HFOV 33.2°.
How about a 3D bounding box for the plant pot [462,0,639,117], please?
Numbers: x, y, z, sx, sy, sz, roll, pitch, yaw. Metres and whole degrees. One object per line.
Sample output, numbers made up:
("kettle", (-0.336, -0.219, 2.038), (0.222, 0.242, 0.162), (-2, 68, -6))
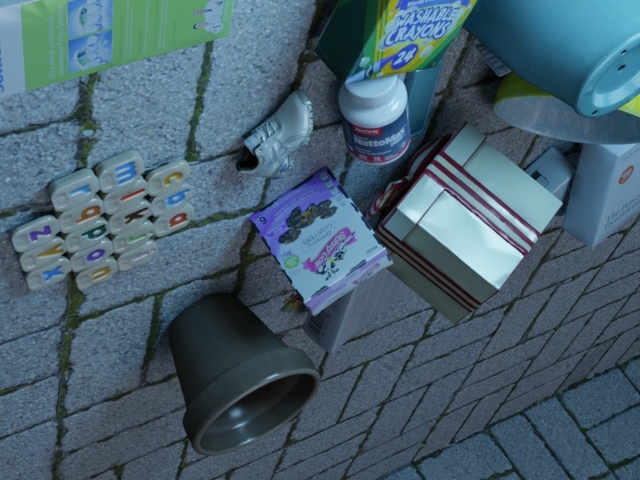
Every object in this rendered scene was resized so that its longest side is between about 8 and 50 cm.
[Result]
("plant pot", (0.391, -0.336, 1.630), (0.272, 0.255, 0.271), (-27, 153, -15))

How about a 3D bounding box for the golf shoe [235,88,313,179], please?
("golf shoe", (-0.071, -0.155, 1.626), (0.086, 0.069, 0.176), (-7, 142, -34))

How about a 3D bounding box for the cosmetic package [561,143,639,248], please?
("cosmetic package", (0.686, -0.190, 2.280), (0.377, 0.097, 0.284), (-35, 145, -25))

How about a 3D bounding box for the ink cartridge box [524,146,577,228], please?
("ink cartridge box", (0.472, -0.091, 2.327), (0.208, 0.087, 0.153), (-42, 153, 16))

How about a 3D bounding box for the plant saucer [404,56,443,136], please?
("plant saucer", (0.164, -0.236, 1.810), (0.067, 0.018, 0.192), (-23, 153, -20))

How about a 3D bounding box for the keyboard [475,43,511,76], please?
("keyboard", (0.385, -0.350, 1.804), (0.256, 0.072, 0.014), (-27, 149, -14))

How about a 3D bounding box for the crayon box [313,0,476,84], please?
("crayon box", (0.144, -0.368, 1.468), (0.203, 0.083, 0.323), (-18, 150, -41))

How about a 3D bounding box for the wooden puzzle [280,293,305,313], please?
("wooden puzzle", (-0.051, 0.130, 2.195), (0.049, 0.006, 0.083), (-44, 152, 18))

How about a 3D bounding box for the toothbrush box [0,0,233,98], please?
("toothbrush box", (-0.252, -0.274, 1.052), (0.283, 0.206, 0.122), (-21, 151, -24))

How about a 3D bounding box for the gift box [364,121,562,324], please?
("gift box", (0.222, -0.021, 1.912), (0.255, 0.258, 0.276), (-49, 179, -29))

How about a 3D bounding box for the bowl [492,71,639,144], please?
("bowl", (0.456, -0.279, 1.876), (0.289, 0.290, 0.156), (21, 79, -59))

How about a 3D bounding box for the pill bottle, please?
("pill bottle", (0.083, -0.204, 1.666), (0.108, 0.108, 0.180), (-30, 153, -7))

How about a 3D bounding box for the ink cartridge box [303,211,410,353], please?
("ink cartridge box", (0.144, 0.026, 2.199), (0.385, 0.091, 0.308), (-38, 159, -32))

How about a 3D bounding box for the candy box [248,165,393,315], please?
("candy box", (0.000, 0.000, 1.816), (0.165, 0.196, 0.070), (-34, 152, -1))

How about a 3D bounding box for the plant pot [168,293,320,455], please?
("plant pot", (-0.166, 0.231, 1.980), (0.263, 0.229, 0.263), (-27, 152, -15))

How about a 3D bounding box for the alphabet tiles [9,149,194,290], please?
("alphabet tiles", (-0.320, -0.025, 1.606), (0.278, 0.021, 0.284), (-25, 152, -17))
